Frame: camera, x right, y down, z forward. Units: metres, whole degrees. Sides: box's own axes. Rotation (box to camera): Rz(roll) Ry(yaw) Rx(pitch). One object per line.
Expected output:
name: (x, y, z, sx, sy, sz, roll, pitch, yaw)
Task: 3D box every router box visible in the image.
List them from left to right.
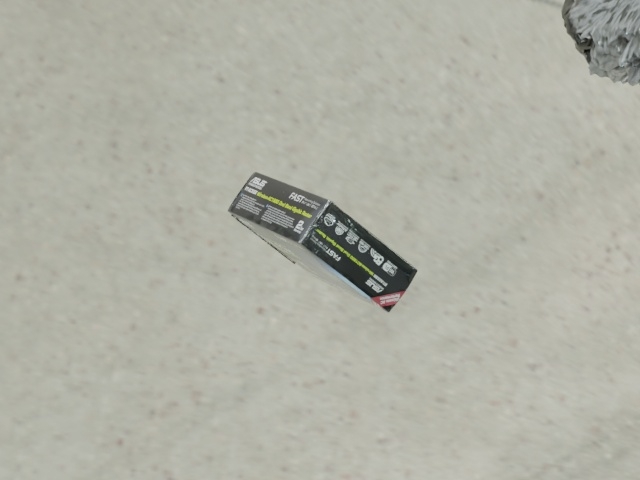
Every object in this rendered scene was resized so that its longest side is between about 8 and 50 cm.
router box: (0.000, 0.000, 1.217, 0.038, 0.092, 0.122, -55, 29, -7)

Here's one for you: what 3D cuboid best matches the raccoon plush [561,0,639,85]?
raccoon plush: (0.352, -0.123, 1.061, 0.216, 0.299, 0.446, -61, 32, 6)
